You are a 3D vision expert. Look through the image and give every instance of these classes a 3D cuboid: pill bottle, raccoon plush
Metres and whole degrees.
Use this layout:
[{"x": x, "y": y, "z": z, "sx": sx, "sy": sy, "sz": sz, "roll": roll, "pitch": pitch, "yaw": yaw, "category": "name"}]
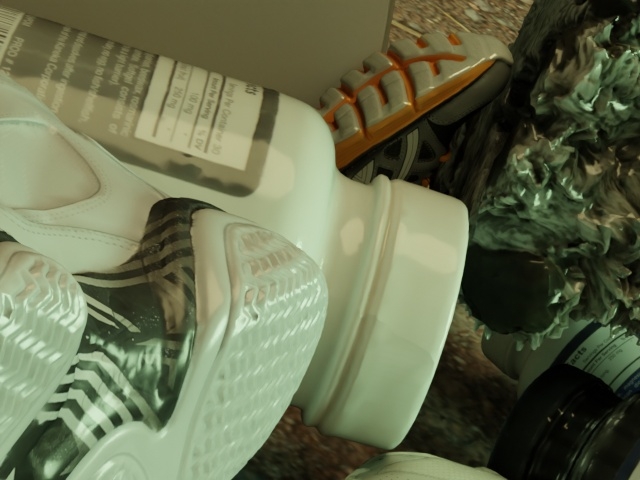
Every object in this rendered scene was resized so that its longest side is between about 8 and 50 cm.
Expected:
[{"x": 0.178, "y": 0.093, "z": 1.167, "sx": 0.094, "sy": 0.094, "sz": 0.169, "roll": -4, "pitch": 38, "yaw": -49, "category": "pill bottle"}, {"x": -0.098, "y": -0.004, "z": 0.944, "sx": 0.318, "sy": 0.176, "sz": 0.176, "roll": 17, "pitch": 24, "yaw": -6, "category": "pill bottle"}, {"x": 0.200, "y": 0.151, "z": 1.016, "sx": 0.219, "sy": 0.123, "sz": 0.123, "roll": 27, "pitch": 20, "yaw": 31, "category": "pill bottle"}, {"x": 0.239, "y": -0.036, "z": 1.115, "sx": 0.299, "sy": 0.216, "sz": 0.446, "roll": 23, "pitch": 16, "yaw": -4, "category": "raccoon plush"}]

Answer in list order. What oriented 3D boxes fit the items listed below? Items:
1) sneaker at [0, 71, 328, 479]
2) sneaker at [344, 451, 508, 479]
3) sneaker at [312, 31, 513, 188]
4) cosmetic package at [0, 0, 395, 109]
[{"x": -0.159, "y": 0.018, "z": 0.664, "sx": 0.210, "sy": 0.137, "sz": 0.366, "roll": 31, "pitch": 15, "yaw": 21, "category": "sneaker"}, {"x": 0.026, "y": 0.151, "z": 0.914, "sx": 0.262, "sy": 0.099, "sz": 0.121, "roll": 12, "pitch": 19, "yaw": -47, "category": "sneaker"}, {"x": 0.023, "y": -0.034, "z": 1.073, "sx": 0.083, "sy": 0.215, "sz": 0.084, "roll": 48, "pitch": 13, "yaw": -22, "category": "sneaker"}, {"x": -0.109, "y": -0.264, "z": 1.235, "sx": 0.329, "sy": 0.327, "sz": 0.394, "roll": 8, "pitch": 25, "yaw": -2, "category": "cosmetic package"}]
